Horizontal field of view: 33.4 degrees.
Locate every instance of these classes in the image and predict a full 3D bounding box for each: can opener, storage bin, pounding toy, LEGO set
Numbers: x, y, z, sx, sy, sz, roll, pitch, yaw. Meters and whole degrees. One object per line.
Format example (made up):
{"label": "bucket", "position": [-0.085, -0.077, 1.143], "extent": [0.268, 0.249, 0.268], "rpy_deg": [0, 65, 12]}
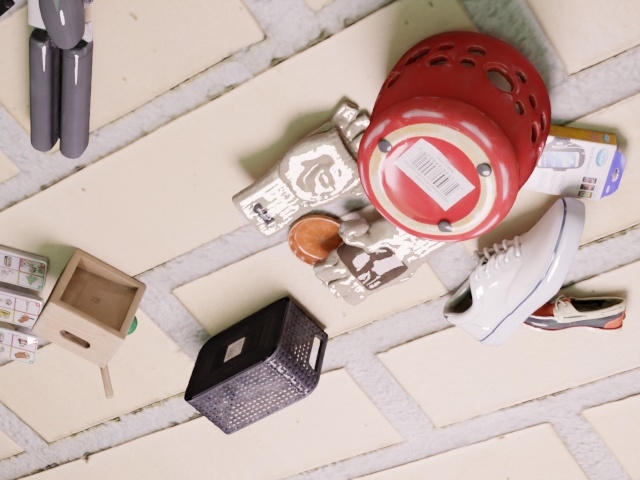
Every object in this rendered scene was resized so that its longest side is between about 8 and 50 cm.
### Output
{"label": "can opener", "position": [-0.303, -0.203, 1.208], "extent": [0.076, 0.095, 0.283], "rpy_deg": [14, 130, 1]}
{"label": "storage bin", "position": [-0.088, 0.171, 1.454], "extent": [0.180, 0.122, 0.084], "rpy_deg": [-30, 118, 30]}
{"label": "pounding toy", "position": [-0.308, 0.114, 1.447], "extent": [0.141, 0.130, 0.100], "rpy_deg": [30, 129, -13]}
{"label": "LEGO set", "position": [-0.512, 0.067, 1.523], "extent": [0.244, 0.060, 0.182], "rpy_deg": [14, 118, -1]}

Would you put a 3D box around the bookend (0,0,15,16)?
{"label": "bookend", "position": [-0.444, -0.246, 1.204], "extent": [0.072, 0.156, 0.157], "rpy_deg": [52, 165, -27]}

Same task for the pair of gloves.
{"label": "pair of gloves", "position": [0.041, -0.035, 1.302], "extent": [0.204, 0.042, 0.240], "rpy_deg": [-38, 114, 25]}

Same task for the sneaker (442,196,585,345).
{"label": "sneaker", "position": [0.229, 0.039, 1.295], "extent": [0.091, 0.094, 0.258], "rpy_deg": [19, 133, -9]}

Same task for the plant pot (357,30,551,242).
{"label": "plant pot", "position": [0.136, -0.103, 1.133], "extent": [0.191, 0.174, 0.191], "rpy_deg": [13, 128, 17]}

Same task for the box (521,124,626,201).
{"label": "box", "position": [0.278, -0.091, 1.226], "extent": [0.136, 0.028, 0.081], "rpy_deg": [8, 130, 2]}

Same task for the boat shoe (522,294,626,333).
{"label": "boat shoe", "position": [0.318, 0.090, 1.352], "extent": [0.137, 0.049, 0.043], "rpy_deg": [3, 126, 6]}

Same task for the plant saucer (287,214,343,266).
{"label": "plant saucer", "position": [0.000, 0.000, 1.366], "extent": [0.084, 0.013, 0.083], "rpy_deg": [6, 131, 7]}
